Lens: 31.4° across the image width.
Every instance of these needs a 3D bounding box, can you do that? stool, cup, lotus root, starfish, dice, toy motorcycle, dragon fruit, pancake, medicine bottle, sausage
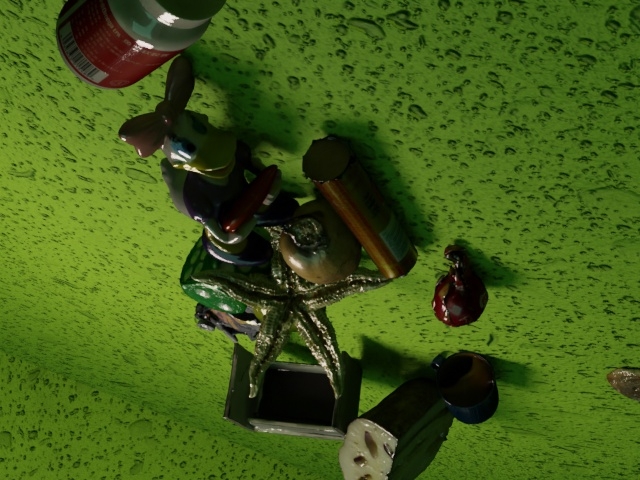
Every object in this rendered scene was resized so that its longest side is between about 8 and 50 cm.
[{"bbox_3d":[-0.052,0.329,2.450,0.244,0.170,0.269,4,165,10],"label":"stool"},{"bbox_3d":[0.291,0.282,2.264,0.114,0.150,0.138,-20,152,4],"label":"cup"},{"bbox_3d":[0.000,0.000,1.779,0.118,0.125,0.221,13,166,19],"label":"lotus root"},{"bbox_3d":[0.171,0.393,2.426,0.149,0.260,0.267,33,139,23],"label":"lotus root"},{"bbox_3d":[-0.064,0.114,1.973,0.347,0.078,0.357,28,112,-16],"label":"starfish"},{"bbox_3d":[-0.171,0.052,2.045,0.120,0.128,0.131,32,157,-25],"label":"dice"},{"bbox_3d":[-0.148,0.142,2.279,0.173,0.108,0.307,20,161,-15],"label":"toy motorcycle"},{"bbox_3d":[0.226,0.076,1.832,0.094,0.094,0.190,14,146,13],"label":"dragon fruit"},{"bbox_3d":[0.588,0.265,2.053,0.140,0.022,0.139,16,157,7],"label":"pancake"},{"bbox_3d":[-0.209,-0.265,1.317,0.131,0.131,0.250,30,156,-25],"label":"medicine bottle"},{"bbox_3d":[0.078,-0.030,1.714,0.082,0.082,0.371,8,157,28],"label":"sausage"}]

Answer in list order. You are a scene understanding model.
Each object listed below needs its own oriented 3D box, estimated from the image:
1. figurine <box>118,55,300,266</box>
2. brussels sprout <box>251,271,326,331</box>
[{"bbox_3d":[-0.160,-0.098,1.663,0.193,0.154,0.421,30,165,14],"label":"figurine"},{"bbox_3d":[-0.058,0.102,2.086,0.155,0.117,0.155,2,131,3],"label":"brussels sprout"}]
